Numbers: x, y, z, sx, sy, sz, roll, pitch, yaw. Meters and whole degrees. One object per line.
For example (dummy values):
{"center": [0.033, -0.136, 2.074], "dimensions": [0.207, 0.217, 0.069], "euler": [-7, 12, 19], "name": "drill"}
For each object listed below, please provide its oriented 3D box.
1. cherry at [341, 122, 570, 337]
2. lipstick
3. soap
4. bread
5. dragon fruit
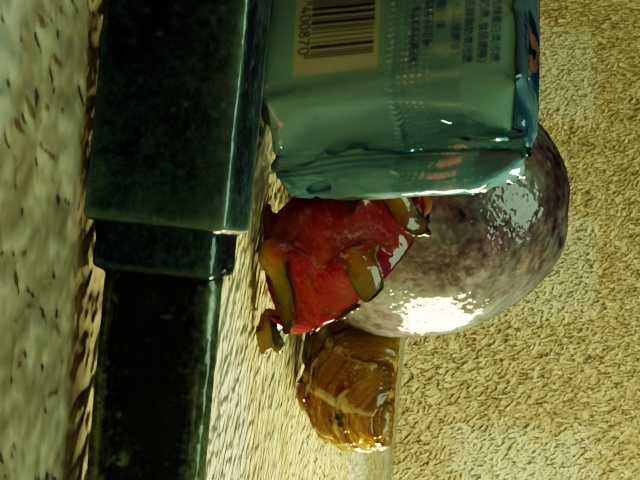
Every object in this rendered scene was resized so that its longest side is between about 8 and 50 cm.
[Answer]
{"center": [0.072, -0.023, 1.083], "dimensions": [0.195, 0.195, 0.195], "euler": [4, 90, -84], "name": "cherry"}
{"center": [-0.057, 0.050, 0.536], "dimensions": [0.051, 0.051, 0.312], "euler": [-5, 101, -85], "name": "lipstick"}
{"center": [0.050, -0.161, 0.917], "dimensions": [0.077, 0.156, 0.293], "euler": [55, 37, -60], "name": "soap"}
{"center": [0.023, 0.091, 1.187], "dimensions": [0.233, 0.076, 0.105], "euler": [-75, 170, -66], "name": "bread"}
{"center": [0.004, -0.004, 0.943], "dimensions": [0.068, 0.126, 0.112], "euler": [48, 28, -17], "name": "dragon fruit"}
